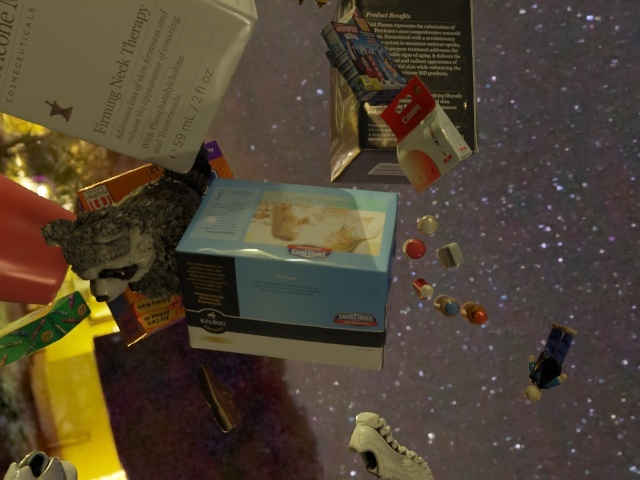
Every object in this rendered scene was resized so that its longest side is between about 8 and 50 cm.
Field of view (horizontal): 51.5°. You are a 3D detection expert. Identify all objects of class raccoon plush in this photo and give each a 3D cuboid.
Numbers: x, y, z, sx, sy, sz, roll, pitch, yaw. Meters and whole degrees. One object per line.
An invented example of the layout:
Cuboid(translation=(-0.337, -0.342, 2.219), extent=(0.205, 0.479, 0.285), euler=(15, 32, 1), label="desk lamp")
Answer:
Cuboid(translation=(-0.370, -0.082, 1.284), extent=(0.299, 0.216, 0.447), euler=(42, 31, -54), label="raccoon plush")

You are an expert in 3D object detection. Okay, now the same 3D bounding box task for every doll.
Cuboid(translation=(0.527, 0.286, 1.542), extent=(0.189, 0.046, 0.129), euler=(-65, -158, -3), label="doll")

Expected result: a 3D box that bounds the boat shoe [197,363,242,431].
Cuboid(translation=(-0.251, 0.384, 1.651), extent=(0.064, 0.060, 0.178), euler=(-19, -84, 56), label="boat shoe")

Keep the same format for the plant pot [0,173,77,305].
Cuboid(translation=(-0.629, 0.003, 1.327), extent=(0.275, 0.243, 0.275), euler=(-44, -145, 42), label="plant pot")

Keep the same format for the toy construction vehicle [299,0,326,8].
Cuboid(translation=(-0.025, -0.675, 1.843), extent=(0.098, 0.085, 0.035), euler=(116, -21, -79), label="toy construction vehicle")

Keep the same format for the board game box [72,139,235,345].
Cuboid(translation=(-0.386, 0.017, 1.690), extent=(0.357, 0.356, 0.356), euler=(64, -26, 1), label="board game box")

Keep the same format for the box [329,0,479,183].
Cuboid(translation=(0.193, -0.415, 1.741), extent=(0.480, 0.297, 0.473), euler=(147, -56, -81), label="box")

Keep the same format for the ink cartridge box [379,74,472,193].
Cuboid(translation=(0.185, -0.196, 1.250), extent=(0.179, 0.045, 0.145), euler=(54, -33, 4), label="ink cartridge box")

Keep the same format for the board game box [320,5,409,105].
Cuboid(translation=(0.070, -0.353, 1.262), extent=(0.060, 0.194, 0.194), euler=(-33, -98, 33), label="board game box")

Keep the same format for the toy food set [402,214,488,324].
Cuboid(translation=(0.235, 0.066, 1.287), extent=(0.104, 0.111, 0.233), euler=(-155, -138, -90), label="toy food set")

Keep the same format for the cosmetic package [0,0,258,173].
Cuboid(translation=(-0.361, -0.384, 1.182), extent=(0.330, 0.393, 0.328), euler=(-59, -154, 31), label="cosmetic package")

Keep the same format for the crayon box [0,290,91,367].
Cuboid(translation=(-0.800, 0.253, 1.849), extent=(0.081, 0.278, 0.165), euler=(61, 18, -13), label="crayon box")

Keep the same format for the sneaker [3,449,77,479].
Cuboid(translation=(-0.584, 0.508, 1.408), extent=(0.297, 0.110, 0.130), euler=(93, 12, -84), label="sneaker")

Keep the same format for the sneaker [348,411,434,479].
Cuboid(translation=(0.181, 0.583, 1.736), extent=(0.292, 0.118, 0.110), euler=(45, -43, -13), label="sneaker")

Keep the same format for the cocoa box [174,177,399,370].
Cuboid(translation=(-0.045, 0.051, 1.161), extent=(0.232, 0.346, 0.228), euler=(-74, 167, -52), label="cocoa box")
